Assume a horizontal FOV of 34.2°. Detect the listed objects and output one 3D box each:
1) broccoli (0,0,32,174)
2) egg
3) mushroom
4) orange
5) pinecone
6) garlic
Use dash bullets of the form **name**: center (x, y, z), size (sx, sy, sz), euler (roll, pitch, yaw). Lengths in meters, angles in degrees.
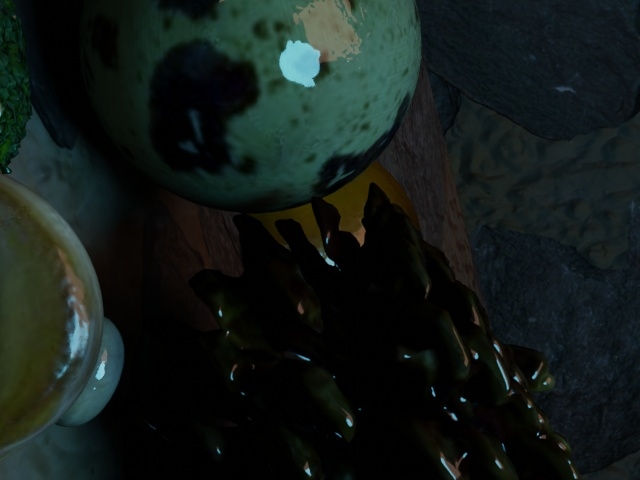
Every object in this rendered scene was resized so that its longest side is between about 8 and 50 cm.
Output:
- **broccoli**: center (-0.246, -0.060, 0.373), size (0.297, 0.298, 0.297), euler (46, 61, -59)
- **egg**: center (-0.056, -0.170, 0.914), size (0.379, 0.288, 0.287), euler (-78, 155, -77)
- **mushroom**: center (-0.186, 0.090, 0.755), size (0.079, 0.085, 0.085), euler (23, 47, -18)
- **orange**: center (0.002, 0.003, 1.298), size (0.310, 0.274, 0.274), euler (-19, 100, -39)
- **pinecone**: center (0.015, 0.154, 0.853), size (0.398, 0.398, 0.397), euler (-10, 90, -71)
- **garlic**: center (-0.208, 0.028, 0.670), size (0.115, 0.128, 0.206), euler (-162, -126, -85)
